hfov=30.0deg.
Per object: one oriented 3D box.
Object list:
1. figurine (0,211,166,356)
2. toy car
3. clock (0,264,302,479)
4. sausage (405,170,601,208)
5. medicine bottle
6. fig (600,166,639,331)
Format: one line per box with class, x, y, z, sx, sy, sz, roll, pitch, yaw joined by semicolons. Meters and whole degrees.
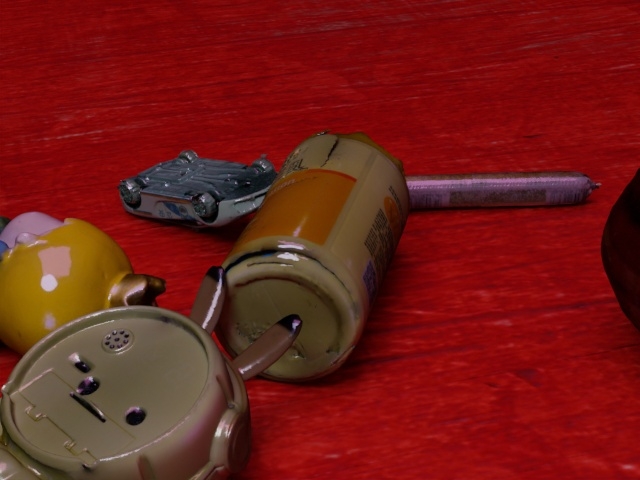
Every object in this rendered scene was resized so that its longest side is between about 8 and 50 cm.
figurine;-0.228;0.024;0.935;0.234;0.127;0.185;-7;20;11
toy car;-0.109;-0.039;1.089;0.186;0.058;0.093;10;30;43
clock;-0.123;0.106;0.778;0.170;0.069;0.232;28;52;38
sausage;0.127;-0.046;1.112;0.269;0.033;0.033;-2;29;1
medicine bottle;0.000;0.000;0.948;0.124;0.124;0.239;5;29;12
fig;0.338;0.016;0.853;0.249;0.186;0.204;30;24;33
